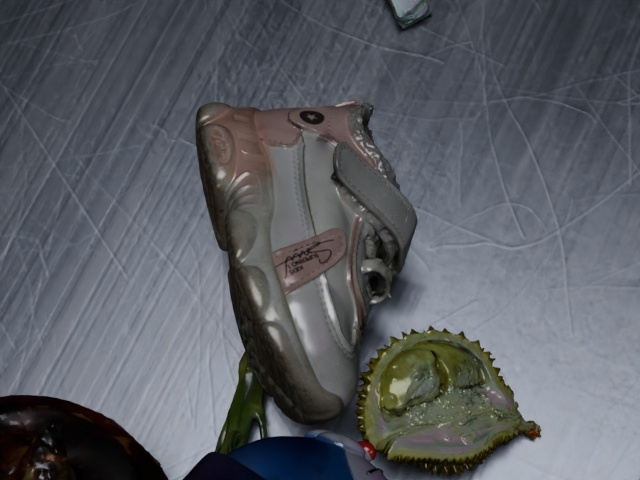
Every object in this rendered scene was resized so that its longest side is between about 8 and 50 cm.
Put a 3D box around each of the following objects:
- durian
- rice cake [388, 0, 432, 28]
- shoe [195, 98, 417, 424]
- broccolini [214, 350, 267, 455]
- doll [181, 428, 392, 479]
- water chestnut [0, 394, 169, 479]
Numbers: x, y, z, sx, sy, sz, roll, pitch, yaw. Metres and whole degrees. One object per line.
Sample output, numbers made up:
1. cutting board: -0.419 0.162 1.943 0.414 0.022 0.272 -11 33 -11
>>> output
1. durian: 0.127 0.164 1.476 0.208 0.102 0.146 14 73 -16
2. rice cake: 0.067 -0.339 1.684 0.043 0.034 0.210 -25 71 4
3. shoe: 0.000 -0.001 1.447 0.198 0.172 0.351 -14 66 -6
4. broccolini: -0.048 0.153 1.507 0.074 0.079 0.392 31 69 -29
5. doll: -0.002 0.306 1.299 0.240 0.284 0.310 -42 107 -18
6. water chestnut: -0.265 0.271 1.366 0.300 0.300 0.300 -1 70 4
